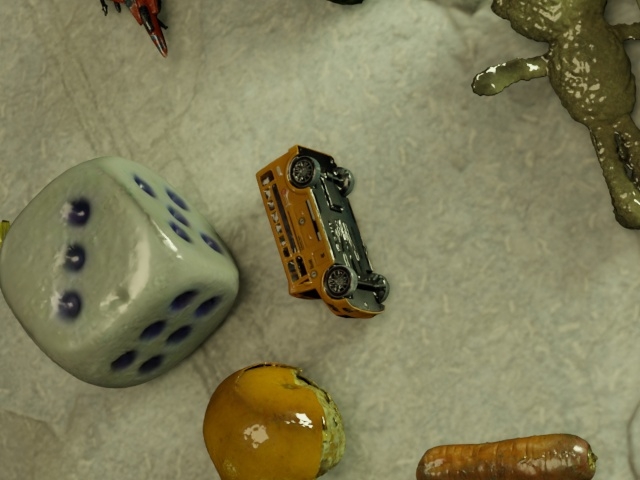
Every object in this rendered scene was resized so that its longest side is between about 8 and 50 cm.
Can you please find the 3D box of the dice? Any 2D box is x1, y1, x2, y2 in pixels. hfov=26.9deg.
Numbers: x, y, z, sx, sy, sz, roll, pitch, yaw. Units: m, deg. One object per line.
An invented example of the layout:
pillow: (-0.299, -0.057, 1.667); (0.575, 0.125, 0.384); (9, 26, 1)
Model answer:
dice: (-0.218, 0.036, 1.460); (0.193, 0.194, 0.192); (-42, 68, 9)

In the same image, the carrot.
carrot: (0.180, 0.227, 1.328); (0.186, 0.060, 0.060); (-10, 77, 24)

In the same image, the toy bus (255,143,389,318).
toy bus: (0.000, 0.000, 1.432); (0.088, 0.083, 0.194); (-28, 68, 26)

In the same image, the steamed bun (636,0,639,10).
steamed bun: (0.426, -0.282, 1.241); (0.283, 0.177, 0.283); (-3, 79, 19)

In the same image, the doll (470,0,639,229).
doll: (0.282, -0.164, 1.346); (0.286, 0.091, 0.202); (43, 91, 14)

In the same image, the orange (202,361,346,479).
orange: (-0.049, 0.201, 1.386); (0.156, 0.156, 0.134); (38, 117, 24)

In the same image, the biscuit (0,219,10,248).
biscuit: (-0.507, -0.017, 1.687); (0.292, 0.026, 0.048); (7, 103, 25)

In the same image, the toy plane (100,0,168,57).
toy plane: (-0.211, -0.292, 1.589); (0.130, 0.061, 0.189); (-30, 75, 15)

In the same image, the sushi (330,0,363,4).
sushi: (0.033, -0.466, 1.448); (0.294, 0.178, 0.352); (-29, 67, 14)
